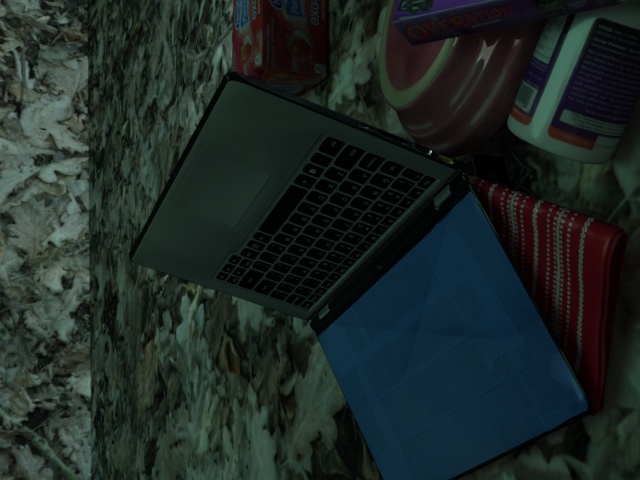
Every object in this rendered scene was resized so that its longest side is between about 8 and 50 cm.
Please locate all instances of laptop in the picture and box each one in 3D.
[{"bbox_3d":[0.006,0.084,0.957,0.382,0.408,0.236,131,153,-51],"label":"laptop"}]

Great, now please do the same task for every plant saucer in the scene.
[{"bbox_3d":[0.154,-0.264,1.004,0.332,0.084,0.332,-168,90,-71],"label":"plant saucer"}]

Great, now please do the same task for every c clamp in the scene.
[{"bbox_3d":[0.207,-0.012,0.992,0.137,0.022,0.160,58,133,42],"label":"c clamp"}]

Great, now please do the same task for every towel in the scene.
[{"bbox_3d":[0.186,0.042,0.901,0.275,0.031,0.198,26,124,48],"label":"towel"}]

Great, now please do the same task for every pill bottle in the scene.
[{"bbox_3d":[0.260,-0.179,0.827,0.108,0.108,0.193,51,128,53],"label":"pill bottle"}]

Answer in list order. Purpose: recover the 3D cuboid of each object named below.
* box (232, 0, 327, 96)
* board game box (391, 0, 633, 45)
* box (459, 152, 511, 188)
[{"bbox_3d":[-0.069,-0.379,1.461,0.128,0.123,0.256,-19,69,60],"label":"box"},{"bbox_3d":[0.236,-0.294,0.773,0.347,0.056,0.208,-2,67,40],"label":"board game box"},{"bbox_3d":[0.175,-0.046,0.975,0.062,0.052,0.083,-33,60,52],"label":"box"}]
